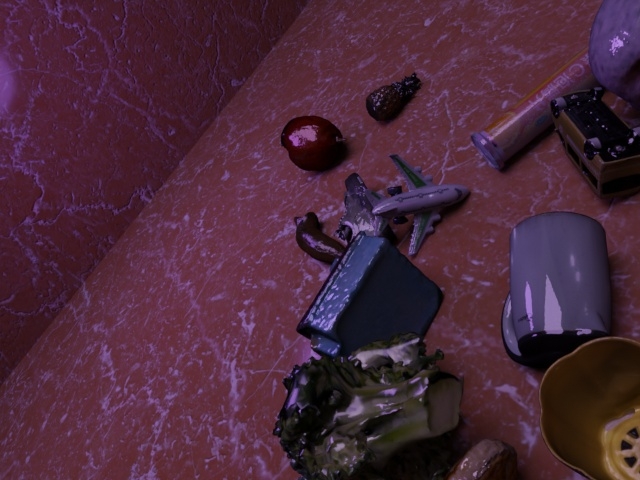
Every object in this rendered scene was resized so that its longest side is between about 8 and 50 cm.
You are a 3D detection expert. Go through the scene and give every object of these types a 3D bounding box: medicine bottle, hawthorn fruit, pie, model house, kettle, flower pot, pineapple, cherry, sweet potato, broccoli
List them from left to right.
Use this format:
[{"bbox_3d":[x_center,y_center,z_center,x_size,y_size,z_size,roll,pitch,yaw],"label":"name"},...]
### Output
[{"bbox_3d":[-0.007,-0.337,1.726,0.251,0.189,0.190,2,57,32],"label":"hawthorn fruit"},{"bbox_3d":[-0.004,-0.004,1.468,0.112,0.085,0.285,-46,35,-5],"label":"sweet potato"},{"bbox_3d":[0.075,0.150,1.137,0.281,0.230,0.248,-56,25,-16],"label":"model house"},{"bbox_3d":[0.093,0.311,0.846,0.338,0.317,0.277,-14,77,-8],"label":"broccoli"},{"bbox_3d":[0.243,-0.478,1.661,0.197,0.108,0.108,-37,34,-5],"label":"pineapple"},{"bbox_3d":[0.223,0.391,0.756,0.084,0.179,0.205,19,65,48],"label":"pie"},{"bbox_3d":[0.398,0.104,0.885,0.221,0.161,0.237,131,156,-54],"label":"kettle"},{"bbox_3d":[0.553,-0.343,1.175,0.426,0.108,0.108,-40,35,10],"label":"medicine bottle"},{"bbox_3d":[0.416,0.256,0.675,0.195,0.179,0.195,-28,38,25],"label":"flower pot"},{"bbox_3d":[0.664,-0.395,0.941,0.326,0.291,0.335,-23,50,7],"label":"cherry"}]

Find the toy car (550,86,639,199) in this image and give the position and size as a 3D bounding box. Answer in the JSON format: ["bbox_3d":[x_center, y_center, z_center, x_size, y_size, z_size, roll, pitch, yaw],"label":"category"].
[{"bbox_3d":[0.551,-0.201,1.017,0.101,0.124,0.257,-13,42,8],"label":"toy car"}]

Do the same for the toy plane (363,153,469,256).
[{"bbox_3d":[0.238,-0.098,1.245,0.255,0.251,0.101,-14,8,-6],"label":"toy plane"}]

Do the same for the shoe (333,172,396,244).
[{"bbox_3d":[0.090,-0.069,1.397,0.149,0.109,0.293,-33,41,7],"label":"shoe"}]
